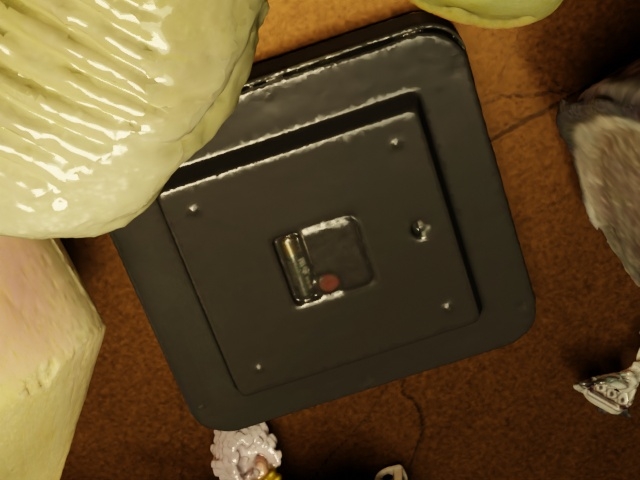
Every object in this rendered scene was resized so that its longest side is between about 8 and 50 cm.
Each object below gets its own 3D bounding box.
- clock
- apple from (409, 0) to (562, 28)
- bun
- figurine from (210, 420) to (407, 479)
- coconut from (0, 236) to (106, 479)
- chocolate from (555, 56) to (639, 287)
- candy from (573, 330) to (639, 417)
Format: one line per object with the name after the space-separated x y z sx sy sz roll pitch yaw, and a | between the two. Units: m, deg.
0.000 0.000 1.135 0.273 0.049 0.279 -19 123 3 | clock
0.098 -0.236 0.934 0.188 0.174 0.207 32 116 -2 | apple
-0.195 -0.166 0.892 0.349 0.227 0.352 42 115 -4 | bun
-0.029 0.234 1.236 0.240 0.116 0.174 4 120 -10 | figurine
-0.261 0.085 1.036 0.259 0.259 0.259 -4 122 -6 | coconut
0.328 -0.032 1.041 0.213 0.303 0.303 -39 121 -8 | chocolate
0.303 0.079 1.228 0.226 0.051 0.094 -24 125 6 | candy
